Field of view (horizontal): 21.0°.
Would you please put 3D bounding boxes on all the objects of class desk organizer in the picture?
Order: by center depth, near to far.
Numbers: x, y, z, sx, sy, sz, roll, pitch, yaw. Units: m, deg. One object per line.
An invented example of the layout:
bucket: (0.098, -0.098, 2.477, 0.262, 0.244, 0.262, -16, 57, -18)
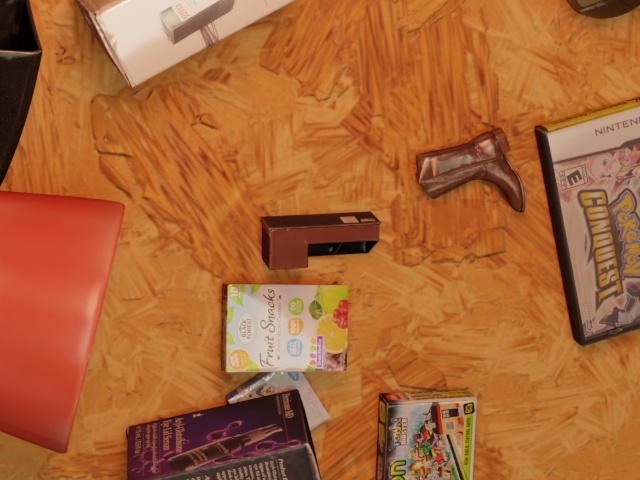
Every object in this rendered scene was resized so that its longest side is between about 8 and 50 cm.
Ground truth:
desk organizer: (0.000, 0.000, 1.946, 0.130, 0.047, 0.050, -3, 108, -14)

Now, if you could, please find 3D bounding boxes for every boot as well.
boot: (0.169, -0.064, 1.977, 0.114, 0.037, 0.106, -22, 96, -12)

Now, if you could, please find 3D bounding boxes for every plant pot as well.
plant pot: (-0.385, -0.147, 1.740, 0.188, 0.188, 0.167, 1, 114, -15)
plant pot: (-0.347, 0.062, 1.769, 0.243, 0.275, 0.275, 14, 101, -8)

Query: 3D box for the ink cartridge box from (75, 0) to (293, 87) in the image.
ink cartridge box: (-0.132, -0.257, 1.780, 0.218, 0.158, 0.092, -28, 110, -6)

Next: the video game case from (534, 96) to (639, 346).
video game case: (0.395, -0.037, 2.045, 0.248, 0.035, 0.274, -16, 108, -10)

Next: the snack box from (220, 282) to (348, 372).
snack box: (-0.040, 0.099, 1.956, 0.141, 0.037, 0.100, 1, 89, -14)

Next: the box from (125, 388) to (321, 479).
box: (-0.105, 0.261, 1.919, 0.207, 0.153, 0.108, -13, 109, -2)

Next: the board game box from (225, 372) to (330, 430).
board game box: (-0.049, 0.192, 1.999, 0.090, 0.020, 0.090, -32, 110, -3)

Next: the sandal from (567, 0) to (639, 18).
sandal: (0.353, -0.329, 1.947, 0.219, 0.060, 0.090, -45, 118, -15)

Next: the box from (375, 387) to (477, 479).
box: (0.124, 0.281, 2.060, 0.114, 0.036, 0.207, -3, 106, -14)
